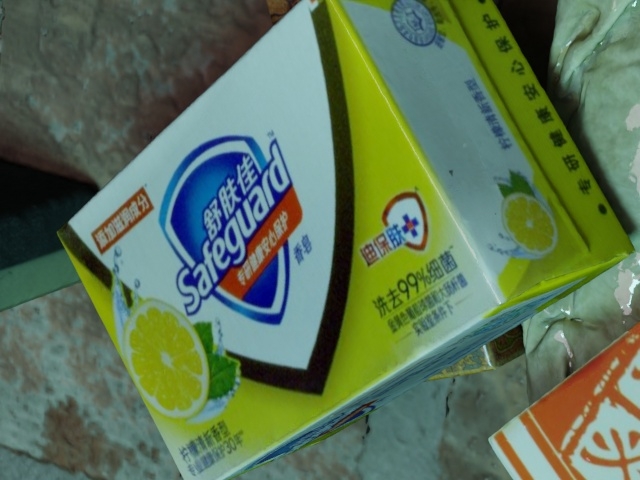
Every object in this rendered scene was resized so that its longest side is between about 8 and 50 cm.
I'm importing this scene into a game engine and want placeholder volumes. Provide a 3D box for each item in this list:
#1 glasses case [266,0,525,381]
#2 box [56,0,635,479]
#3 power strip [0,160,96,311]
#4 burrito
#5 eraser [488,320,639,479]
[{"bbox_3d":[0.042,-0.037,0.909,0.075,0.049,0.218,-14,95,40],"label":"glasses case"},{"bbox_3d":[0.000,0.000,0.851,0.265,0.097,0.168,-35,80,47],"label":"box"},{"bbox_3d":[-0.265,-0.021,1.079,0.257,0.105,0.070,17,111,29],"label":"power strip"},{"bbox_3d":[0.149,-0.018,0.820,0.117,0.076,0.392,26,118,55],"label":"burrito"},{"bbox_3d":[0.195,0.087,0.743,0.230,0.038,0.157,-44,74,34],"label":"eraser"}]
